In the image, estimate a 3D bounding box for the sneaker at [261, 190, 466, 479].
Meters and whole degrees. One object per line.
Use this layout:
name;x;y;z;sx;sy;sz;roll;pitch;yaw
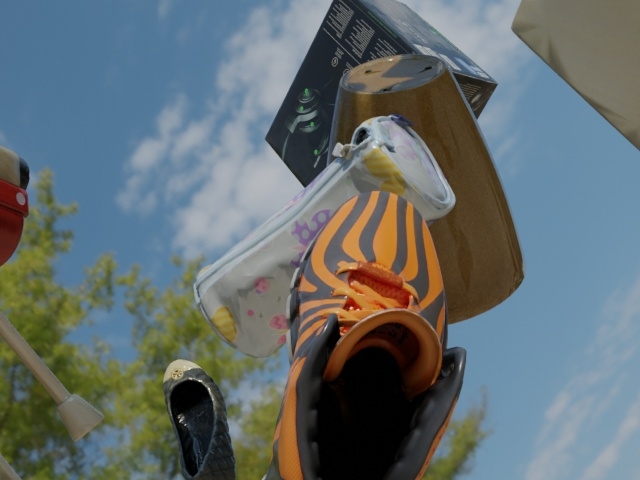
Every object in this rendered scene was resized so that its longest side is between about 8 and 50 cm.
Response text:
sneaker;0.041;0.066;0.697;0.124;0.321;0.180;14;-37;-5

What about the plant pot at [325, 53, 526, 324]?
plant pot;0.102;-0.069;1.232;0.237;0.237;0.254;-27;-58;-28

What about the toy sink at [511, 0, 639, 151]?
toy sink;0.296;-0.180;0.906;0.131;0.234;0.153;-11;-43;-31

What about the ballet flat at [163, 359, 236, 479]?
ballet flat;-0.119;0.175;1.064;0.057;0.173;0.049;-32;-47;3

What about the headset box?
headset box;0.071;-0.169;1.540;0.131;0.246;0.283;8;-59;-39

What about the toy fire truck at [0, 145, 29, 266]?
toy fire truck;-0.439;0.018;1.190;0.217;0.246;0.158;-16;-22;23

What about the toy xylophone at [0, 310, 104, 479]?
toy xylophone;-0.314;0.137;0.812;0.236;0.322;0.081;-44;4;15

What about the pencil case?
pencil case;0.000;0.000;1.062;0.273;0.114;0.124;-41;-34;26
